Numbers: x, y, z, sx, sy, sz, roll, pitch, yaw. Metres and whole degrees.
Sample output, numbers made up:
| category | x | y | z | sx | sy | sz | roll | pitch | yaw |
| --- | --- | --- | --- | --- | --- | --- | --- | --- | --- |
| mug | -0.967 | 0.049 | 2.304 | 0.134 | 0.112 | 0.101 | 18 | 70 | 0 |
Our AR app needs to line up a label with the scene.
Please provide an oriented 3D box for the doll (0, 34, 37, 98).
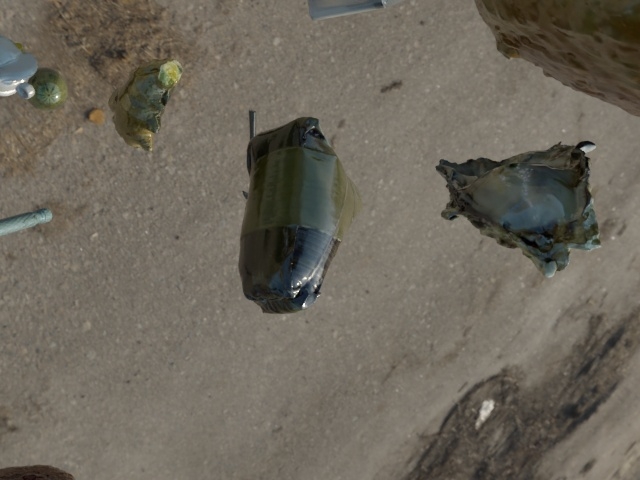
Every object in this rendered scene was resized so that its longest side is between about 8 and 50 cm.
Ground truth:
| category | x | y | z | sx | sy | sz | roll | pitch | yaw |
| --- | --- | --- | --- | --- | --- | --- | --- | --- | --- |
| doll | -0.585 | -0.382 | 0.920 | 0.384 | 0.188 | 0.099 | 57 | 49 | -19 |

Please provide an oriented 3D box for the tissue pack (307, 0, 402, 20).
| category | x | y | z | sx | sy | sz | roll | pitch | yaw |
| --- | --- | --- | --- | --- | --- | --- | --- | --- | --- |
| tissue pack | 0.086 | -0.482 | 1.016 | 0.246 | 0.135 | 0.160 | -41 | 127 | -48 |

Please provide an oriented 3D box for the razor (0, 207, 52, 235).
| category | x | y | z | sx | sy | sz | roll | pitch | yaw |
| --- | --- | --- | --- | --- | --- | --- | --- | --- | --- |
| razor | -0.493 | -0.013 | 0.901 | 0.232 | 0.105 | 0.068 | -37 | 136 | -68 |

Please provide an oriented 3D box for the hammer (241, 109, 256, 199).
| category | x | y | z | sx | sy | sz | roll | pitch | yaw |
| --- | --- | --- | --- | --- | --- | --- | --- | --- | --- |
| hammer | -0.220 | -0.274 | 1.936 | 0.125 | 0.026 | 0.298 | -53 | 150 | -65 |

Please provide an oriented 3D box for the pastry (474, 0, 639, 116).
| category | x | y | z | sx | sy | sz | roll | pitch | yaw |
| --- | --- | --- | --- | --- | --- | --- | --- | --- | --- |
| pastry | 0.256 | -0.167 | 0.438 | 0.329 | 0.329 | 0.137 | 8 | 109 | -43 |

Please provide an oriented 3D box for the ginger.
| category | x | y | z | sx | sy | sz | roll | pitch | yaw |
| --- | --- | --- | --- | --- | --- | --- | --- | --- | --- |
| ginger | -0.292 | -0.216 | 0.970 | 0.081 | 0.205 | 0.115 | 18 | 71 | -34 |

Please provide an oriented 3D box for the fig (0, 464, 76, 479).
| category | x | y | z | sx | sy | sz | roll | pitch | yaw |
| --- | --- | --- | --- | --- | --- | --- | --- | --- | --- |
| fig | -0.306 | 0.338 | 0.613 | 0.133 | 0.146 | 0.201 | -1 | 99 | -15 |

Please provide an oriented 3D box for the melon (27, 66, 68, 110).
| category | x | y | z | sx | sy | sz | roll | pitch | yaw |
| --- | --- | --- | --- | --- | --- | --- | --- | --- | --- |
| melon | -0.629 | -0.345 | 1.369 | 0.097 | 0.131 | 0.098 | -10 | 119 | -20 |

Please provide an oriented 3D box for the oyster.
| category | x | y | z | sx | sy | sz | roll | pitch | yaw |
| --- | --- | --- | --- | --- | --- | --- | --- | --- | --- |
| oyster | 0.126 | -0.031 | 0.395 | 0.166 | 0.108 | 0.053 | -53 | 145 | -62 |

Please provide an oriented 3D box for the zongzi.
| category | x | y | z | sx | sy | sz | roll | pitch | yaw |
| --- | --- | --- | --- | --- | --- | --- | --- | --- | --- |
| zongzi | 0.000 | 0.000 | 0.963 | 0.317 | 0.154 | 0.290 | 34 | 55 | -51 |
